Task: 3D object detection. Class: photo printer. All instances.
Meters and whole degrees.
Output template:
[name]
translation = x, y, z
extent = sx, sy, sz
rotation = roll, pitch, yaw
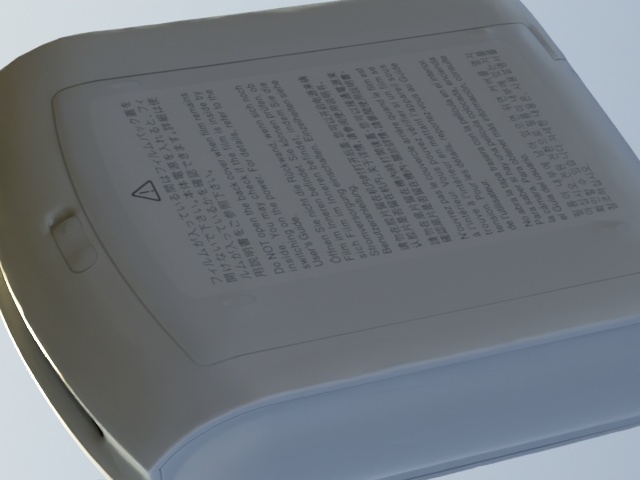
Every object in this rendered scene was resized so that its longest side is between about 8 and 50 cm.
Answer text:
[photo printer]
translation = 0.000, 0.000, 0.917
extent = 0.256, 0.307, 0.107
rotation = 60, -31, 35
